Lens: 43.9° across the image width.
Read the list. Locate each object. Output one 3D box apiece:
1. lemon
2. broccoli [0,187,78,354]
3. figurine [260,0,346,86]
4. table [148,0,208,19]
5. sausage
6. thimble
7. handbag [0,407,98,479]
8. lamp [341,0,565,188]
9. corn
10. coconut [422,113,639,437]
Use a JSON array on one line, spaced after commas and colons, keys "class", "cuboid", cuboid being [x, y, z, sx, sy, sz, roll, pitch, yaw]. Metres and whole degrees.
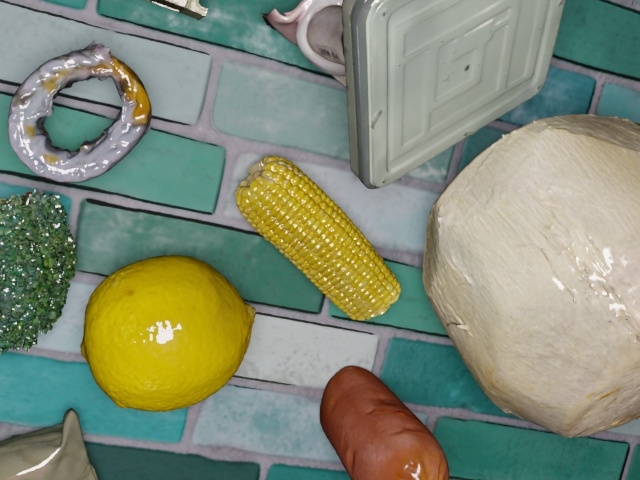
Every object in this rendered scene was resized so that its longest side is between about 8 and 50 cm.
[{"class": "lemon", "cuboid": [-0.172, 0.104, 0.907, 0.203, 0.178, 0.179, -13, 103, -10]}, {"class": "broccoli", "cuboid": [-0.377, 0.038, 0.863, 0.194, 0.220, 0.194, 11, 128, 14]}, {"class": "figurine", "cuboid": [0.125, -0.316, 0.880, 0.211, 0.253, 0.361, 45, 95, 0]}, {"class": "table", "cuboid": [-0.162, -0.293, 0.890, 0.083, 0.079, 0.063, 18, 97, -18]}, {"class": "sausage", "cuboid": [0.073, 0.246, 0.952, 0.113, 0.259, 0.114, -4, 104, -16]}, {"class": "thimble", "cuboid": [-0.262, -0.137, 0.872, 0.151, 0.118, 0.127, -34, 106, -5]}, {"class": "handbag", "cuboid": [-0.406, 0.360, 0.927, 0.315, 0.109, 0.253, -18, 107, -17]}, {"class": "lamp", "cuboid": [0.139, -0.197, 0.797, 0.266, 0.047, 0.269, -32, 149, -15]}, {"class": "corn", "cuboid": [0.000, 0.000, 0.976, 0.244, 0.093, 0.093, 44, 87, -18]}, {"class": "coconut", "cuboid": [0.289, 0.019, 0.928, 0.346, 0.360, 0.346, -17, 144, -13]}]
